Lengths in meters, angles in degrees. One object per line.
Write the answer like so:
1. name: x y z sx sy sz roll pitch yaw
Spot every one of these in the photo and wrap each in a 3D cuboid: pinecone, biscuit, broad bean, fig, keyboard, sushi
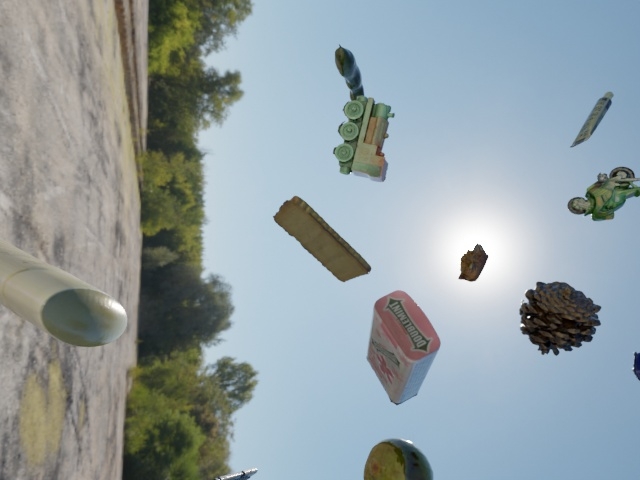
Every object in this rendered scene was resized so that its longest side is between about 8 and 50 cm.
1. pinecone: 0.784 0.258 1.480 0.257 0.243 0.244 -54 -143 33
2. biscuit: 0.000 0.000 1.063 0.029 0.254 0.172 -50 -173 -23
3. broad bean: 0.078 -0.406 1.095 0.254 0.046 0.065 45 60 -68
4. fig: 0.255 0.729 1.357 0.207 0.229 0.207 -63 -174 11
5. keyboard: -0.233 0.586 1.050 0.016 0.106 0.262 55 -1 26
6. sushi: 0.354 0.053 1.031 0.118 0.060 0.062 -50 171 -44

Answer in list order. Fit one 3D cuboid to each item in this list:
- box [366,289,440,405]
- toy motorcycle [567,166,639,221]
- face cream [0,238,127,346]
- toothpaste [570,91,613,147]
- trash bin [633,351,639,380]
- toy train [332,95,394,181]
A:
1. box: 0.219 0.310 1.225 0.370 0.112 0.190 86 -22 -55
2. toy motorcycle: 0.746 -0.113 1.141 0.106 0.190 0.074 56 1 31
3. face cream: -0.442 0.068 0.669 0.081 0.348 0.173 -64 151 -16
4. toothpaste: 0.756 -0.337 1.213 0.216 0.037 0.062 -50 -178 -20
5. trash bin: 0.937 0.301 1.097 0.163 0.184 0.234 50 -49 8
6. toy train: 0.097 -0.217 0.933 0.074 0.118 0.176 29 76 -78
